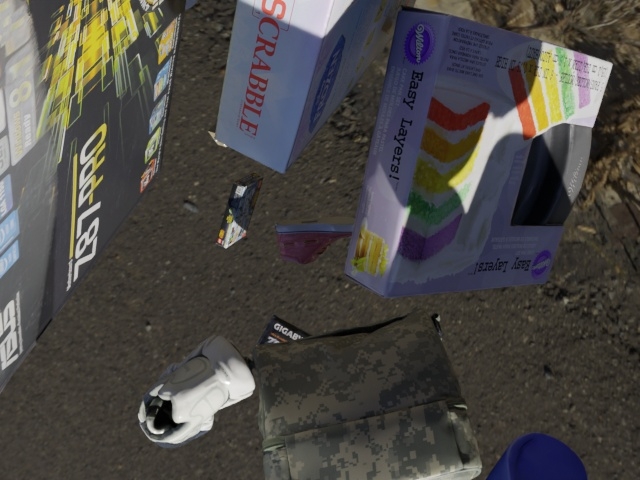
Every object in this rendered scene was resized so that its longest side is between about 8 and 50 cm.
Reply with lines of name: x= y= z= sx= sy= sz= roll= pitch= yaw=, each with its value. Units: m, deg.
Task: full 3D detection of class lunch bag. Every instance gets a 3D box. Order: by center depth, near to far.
lunch bag: x=0.057 y=0.244 z=0.968 sx=0.305 sy=0.212 sz=0.256 roll=-12 pitch=68 yaw=-3

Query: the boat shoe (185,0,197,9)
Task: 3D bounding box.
boat shoe: x=-0.372 y=-0.541 z=1.348 sx=0.088 sy=0.267 sz=0.096 roll=56 pitch=132 yaw=33

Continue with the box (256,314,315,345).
box: x=0.047 y=0.250 z=1.274 sx=0.293 sy=0.295 sz=0.073 roll=29 pitch=82 yaw=13

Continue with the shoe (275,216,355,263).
shoe: x=0.000 y=0.000 z=1.330 sx=0.178 sy=0.063 sz=0.081 roll=-2 pitch=106 yaw=14

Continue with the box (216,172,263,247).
box: x=-0.161 y=-0.061 z=1.343 sx=0.027 sy=0.094 sz=0.137 roll=25 pitch=113 yaw=11

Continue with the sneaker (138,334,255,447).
sneaker: x=-0.197 y=0.223 z=0.901 sx=0.110 sy=0.118 sz=0.292 roll=50 pitch=140 yaw=8

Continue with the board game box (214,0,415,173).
board game box: x=0.045 y=-0.259 z=0.491 sx=0.066 sy=0.318 sz=0.319 roll=26 pitch=135 yaw=6

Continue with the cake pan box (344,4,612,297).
cake pan box: x=0.159 y=-0.073 z=0.651 sx=0.070 sy=0.266 sz=0.246 roll=31 pitch=113 yaw=47

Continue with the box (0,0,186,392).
box: x=-0.218 y=-0.104 z=0.544 sx=0.097 sy=0.318 sz=0.395 roll=25 pitch=137 yaw=0

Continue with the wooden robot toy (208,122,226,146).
wooden robot toy: x=-0.092 y=-0.195 z=1.042 sx=0.076 sy=0.173 sz=0.079 roll=5 pitch=140 yaw=40

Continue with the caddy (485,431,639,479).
caddy: x=0.220 y=0.329 z=0.558 sx=0.241 sy=0.341 sz=0.179 roll=24 pitch=111 yaw=3
